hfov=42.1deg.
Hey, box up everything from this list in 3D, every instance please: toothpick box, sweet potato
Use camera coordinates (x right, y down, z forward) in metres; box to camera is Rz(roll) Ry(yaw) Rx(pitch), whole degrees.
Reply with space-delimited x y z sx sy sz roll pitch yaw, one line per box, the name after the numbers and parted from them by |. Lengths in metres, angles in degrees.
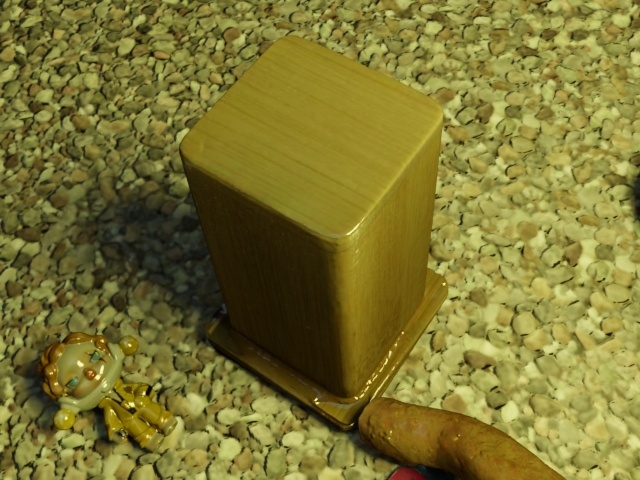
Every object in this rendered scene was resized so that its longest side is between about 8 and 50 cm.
0.000 0.000 0.720 0.187 0.308 0.190 31 66 20 | toothpick box
0.156 0.195 0.686 0.281 0.059 0.067 18 50 41 | sweet potato

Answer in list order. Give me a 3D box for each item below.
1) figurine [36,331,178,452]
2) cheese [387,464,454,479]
-0.202 0.141 0.800 0.143 0.068 0.101 14 66 -1 | figurine
0.058 0.244 0.730 0.145 0.038 0.095 -36 57 -28 | cheese
